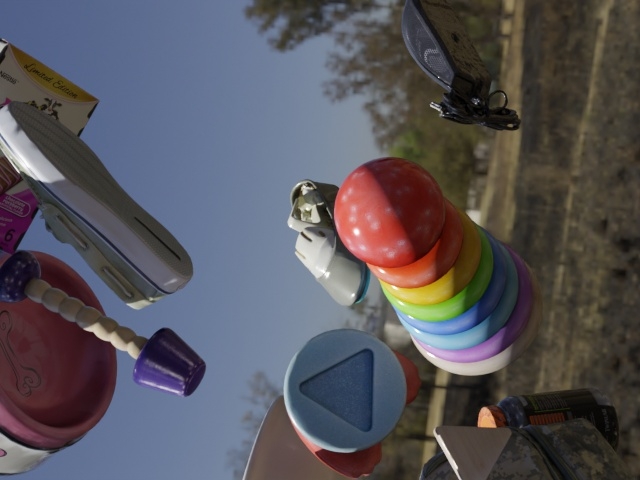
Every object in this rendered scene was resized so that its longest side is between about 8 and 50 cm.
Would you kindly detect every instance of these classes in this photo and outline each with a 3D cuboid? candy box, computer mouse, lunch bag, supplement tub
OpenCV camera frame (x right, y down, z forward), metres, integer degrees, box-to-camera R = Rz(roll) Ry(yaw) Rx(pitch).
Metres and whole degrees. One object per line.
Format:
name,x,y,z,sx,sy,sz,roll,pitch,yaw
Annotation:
candy box,-0.403,-0.118,1.347,0.159,0.071,0.233,32,-95,-50
computer mouse,0.194,-0.278,1.694,0.189,0.072,0.272,4,-124,-45
lunch bag,0.288,0.396,1.421,0.305,0.256,0.212,-119,28,-54
supplement tub,0.343,0.287,1.628,0.117,0.191,0.116,176,90,-80

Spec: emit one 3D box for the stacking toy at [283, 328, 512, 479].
stacking toy,0.055,0.260,1.137,0.130,0.280,0.308,103,-171,-76

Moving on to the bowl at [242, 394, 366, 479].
bowl,-0.021,0.357,1.382,0.298,0.134,0.297,11,-90,-80

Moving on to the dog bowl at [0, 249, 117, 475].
dog bowl,-0.523,0.197,1.892,0.408,0.150,0.407,41,-141,-44

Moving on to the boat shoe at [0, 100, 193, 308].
boat shoe,-0.283,-0.032,1.282,0.302,0.094,0.109,47,-163,-17

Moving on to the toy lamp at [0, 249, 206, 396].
toy lamp,-0.264,0.104,1.304,0.080,0.275,0.080,-54,-17,-25

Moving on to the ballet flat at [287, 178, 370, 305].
ballet flat,0.000,0.000,1.140,0.213,0.068,0.072,-105,35,-60

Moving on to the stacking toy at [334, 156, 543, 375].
stacking toy,0.102,0.015,0.968,0.330,0.141,0.141,45,-130,-59
